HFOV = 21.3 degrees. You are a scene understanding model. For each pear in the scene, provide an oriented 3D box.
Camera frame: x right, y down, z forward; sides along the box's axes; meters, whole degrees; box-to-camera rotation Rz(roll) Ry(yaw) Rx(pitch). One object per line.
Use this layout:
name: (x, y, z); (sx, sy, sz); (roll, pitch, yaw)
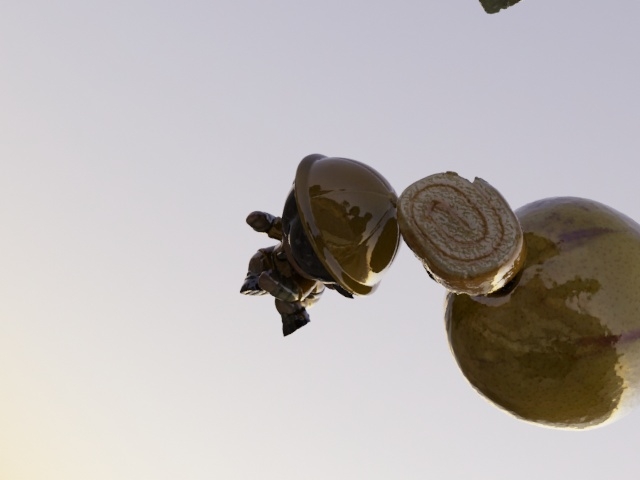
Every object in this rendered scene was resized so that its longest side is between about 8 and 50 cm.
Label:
pear: (0.307, 0.092, 2.149); (0.314, 0.314, 0.314); (44, -16, 16)

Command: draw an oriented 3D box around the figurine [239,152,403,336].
figurine: (0.004, -0.001, 2.158); (0.257, 0.167, 0.192); (-42, -109, 54)

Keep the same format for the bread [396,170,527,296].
bread: (0.160, -0.009, 1.887); (0.149, 0.122, 0.073); (53, -6, 27)

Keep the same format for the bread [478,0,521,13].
bread: (0.191, -0.266, 1.337); (0.112, 0.193, 0.036); (58, 14, -22)
